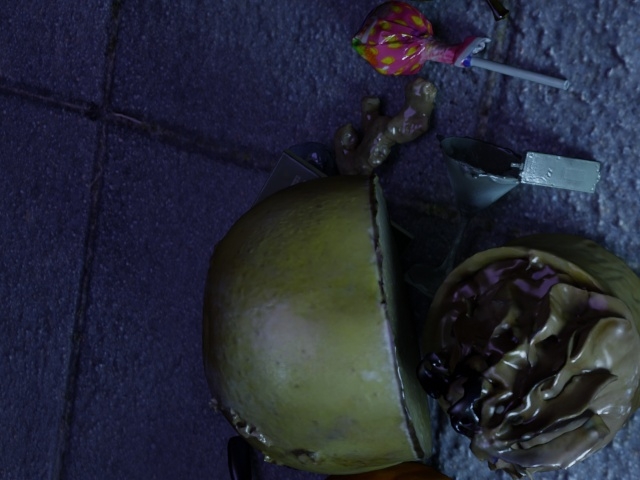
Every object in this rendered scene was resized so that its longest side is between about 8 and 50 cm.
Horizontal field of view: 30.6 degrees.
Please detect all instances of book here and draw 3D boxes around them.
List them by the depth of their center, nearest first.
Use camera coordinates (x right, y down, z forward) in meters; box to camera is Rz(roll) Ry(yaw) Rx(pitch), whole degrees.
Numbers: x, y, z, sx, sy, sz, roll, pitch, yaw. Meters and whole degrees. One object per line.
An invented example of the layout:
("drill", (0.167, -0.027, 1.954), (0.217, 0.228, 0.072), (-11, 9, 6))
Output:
("book", (0.000, 0.000, 1.973), (0.264, 0.027, 0.202), (34, 112, 8))

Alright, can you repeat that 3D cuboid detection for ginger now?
("ginger", (0.096, -0.183, 1.943), (0.149, 0.065, 0.259), (54, 127, 30))

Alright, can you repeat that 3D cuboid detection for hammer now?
("hammer", (-0.131, 0.499, 2.154), (0.037, 0.137, 0.290), (-34, 55, 39))

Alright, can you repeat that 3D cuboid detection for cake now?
("cake", (0.268, 0.166, 1.580), (0.332, 0.321, 0.333), (8, 105, 31))

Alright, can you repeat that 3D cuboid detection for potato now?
("potato", (-0.018, 0.135, 1.770), (0.319, 0.385, 0.442), (-8, 81, 7))

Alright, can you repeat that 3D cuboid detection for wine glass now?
("wine glass", (0.217, -0.028, 1.780), (0.156, 0.156, 0.232), (36, 120, 37))

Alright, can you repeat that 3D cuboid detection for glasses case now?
("glasses case", (-0.014, -0.031, 2.039), (0.109, 0.067, 0.283), (1, 96, 42))

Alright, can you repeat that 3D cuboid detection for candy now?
("candy", (0.216, -0.284, 1.810), (0.365, 0.124, 0.124), (21, 105, 32))

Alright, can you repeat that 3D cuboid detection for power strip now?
("power strip", (0.337, -0.100, 1.678), (0.019, 0.136, 0.051), (-124, 42, -73))

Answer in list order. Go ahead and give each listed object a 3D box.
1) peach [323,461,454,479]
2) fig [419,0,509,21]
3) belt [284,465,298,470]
("peach", (0.100, 0.510, 1.790), (0.342, 0.301, 0.343), (1, 91, 44))
("fig", (0.181, -0.427, 1.814), (0.274, 0.145, 0.170), (39, 120, 21))
("belt", (-0.042, 0.260, 2.047), (0.324, 0.122, 0.260), (31, 116, 38))
